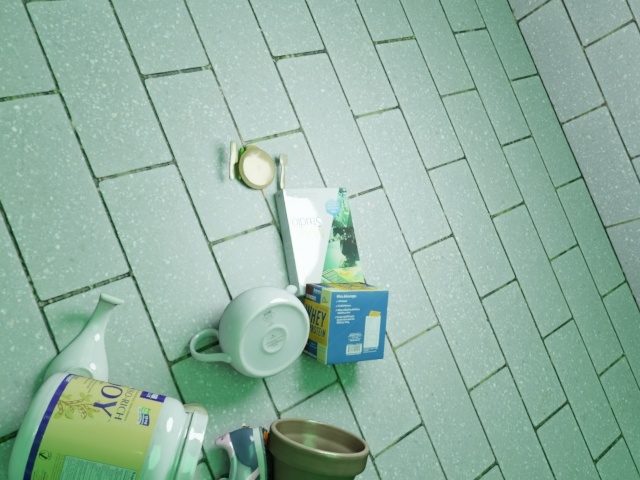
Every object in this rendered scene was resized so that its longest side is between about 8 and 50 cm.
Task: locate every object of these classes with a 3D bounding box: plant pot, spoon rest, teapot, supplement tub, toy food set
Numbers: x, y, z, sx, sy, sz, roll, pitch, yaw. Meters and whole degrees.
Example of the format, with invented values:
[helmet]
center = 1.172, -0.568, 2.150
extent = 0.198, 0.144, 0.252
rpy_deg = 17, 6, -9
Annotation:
[plant pot]
center = -0.026, 0.600, 1.462
extent = 0.263, 0.263, 0.229
rpy_deg = 14, 88, -28
[spoon rest]
center = -0.534, 0.258, 1.332
extent = 0.137, 0.084, 0.276
rpy_deg = 25, 78, -23
[teapot]
center = -0.170, 0.221, 1.499
extent = 0.256, 0.187, 0.252
rpy_deg = 25, 91, -42
[supplement tub]
center = -0.418, 0.420, 1.176
extent = 0.332, 0.241, 0.240
rpy_deg = 16, 67, -8
[toy food set]
center = -0.189, -0.214, 1.697
extent = 0.192, 0.039, 0.132
rpy_deg = 9, 79, -35

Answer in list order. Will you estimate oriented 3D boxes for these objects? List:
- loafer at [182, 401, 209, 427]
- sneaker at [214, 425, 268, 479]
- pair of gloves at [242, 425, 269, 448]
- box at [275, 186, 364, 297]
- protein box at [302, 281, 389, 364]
[loafer]
center = -0.381, 0.445, 1.352
extent = 0.269, 0.092, 0.101
rpy_deg = -15, 85, -34
[sneaker]
center = -0.192, 0.627, 1.429
extent = 0.131, 0.112, 0.318
rpy_deg = -4, 80, -7
[pair of gloves]
center = -0.173, 0.524, 1.508
extent = 0.083, 0.010, 0.074
rpy_deg = 14, 69, -27
[box]
center = 0.000, 0.000, 1.736
extent = 0.233, 0.058, 0.321
rpy_deg = -5, 81, -33
[protein box]
center = 0.069, 0.228, 1.633
extent = 0.200, 0.136, 0.201
rpy_deg = 2, 94, -32
